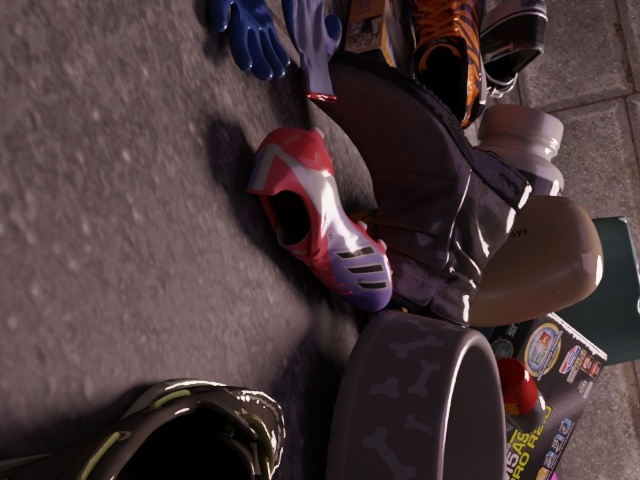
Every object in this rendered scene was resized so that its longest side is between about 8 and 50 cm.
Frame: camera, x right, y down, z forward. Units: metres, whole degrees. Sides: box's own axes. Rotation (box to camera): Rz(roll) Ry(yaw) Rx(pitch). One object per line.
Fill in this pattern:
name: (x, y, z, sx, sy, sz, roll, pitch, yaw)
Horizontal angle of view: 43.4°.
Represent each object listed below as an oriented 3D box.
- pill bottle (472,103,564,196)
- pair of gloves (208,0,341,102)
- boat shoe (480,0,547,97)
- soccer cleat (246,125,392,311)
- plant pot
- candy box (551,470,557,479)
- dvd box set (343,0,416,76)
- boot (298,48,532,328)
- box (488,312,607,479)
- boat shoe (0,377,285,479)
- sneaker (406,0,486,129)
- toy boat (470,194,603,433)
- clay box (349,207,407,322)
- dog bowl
pill bottle: (0.284, -0.045, 1.280, 0.176, 0.176, 0.318, 30, 75, -65)
pair of gloves: (-0.037, -0.217, 0.783, 0.198, 0.023, 0.159, 5, 70, -52)
boat shoe: (0.288, -0.296, 1.357, 0.306, 0.113, 0.104, 152, -62, -67)
soccer cleat: (0.000, 0.000, 0.781, 0.095, 0.083, 0.248, -61, 141, -34)
plant pot: (0.408, 0.107, 1.468, 0.341, 0.334, 0.341, -12, 90, -71)
candy box: (0.303, 0.317, 1.347, 0.233, 0.071, 0.159, 34, 46, -37)
dvd box set: (0.128, -0.294, 1.307, 0.420, 0.062, 0.307, -82, 153, -44)
boot: (0.082, -0.044, 0.910, 0.338, 0.118, 0.222, 33, 76, -17)
box: (0.304, 0.246, 1.200, 0.216, 0.060, 0.270, 35, 80, -38)
boat shoe: (-0.078, 0.137, 0.445, 0.305, 0.091, 0.109, 0, 80, -70)
sneaker: (0.188, -0.322, 1.203, 0.180, 0.125, 0.321, -34, 112, -71)
toy boat: (0.251, 0.092, 1.088, 0.148, 0.268, 0.318, 57, 30, -52)
clay box: (0.096, 0.069, 1.032, 0.127, 0.053, 0.221, -9, 87, -70)
dog bowl: (0.118, 0.246, 0.848, 0.349, 0.102, 0.348, -2, 90, -66)
